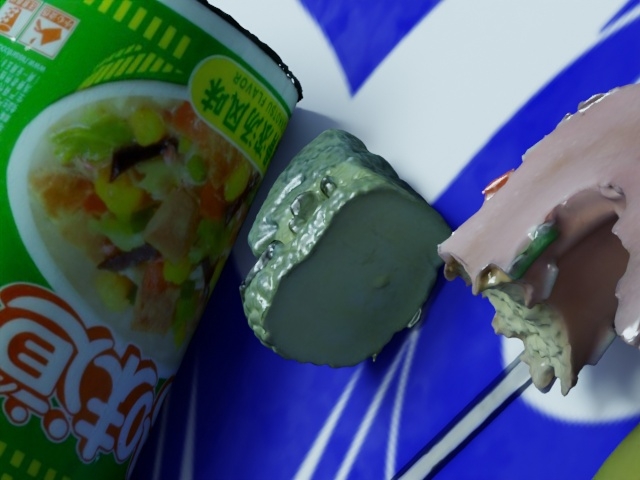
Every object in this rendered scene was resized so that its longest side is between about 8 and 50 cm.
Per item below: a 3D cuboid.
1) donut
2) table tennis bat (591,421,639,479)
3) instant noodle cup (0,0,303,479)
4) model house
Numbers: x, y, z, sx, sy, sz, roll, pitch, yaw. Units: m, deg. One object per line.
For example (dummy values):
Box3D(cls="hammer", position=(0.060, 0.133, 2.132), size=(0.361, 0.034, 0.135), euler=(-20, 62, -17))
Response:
Box3D(cls="donut", position=(0.110, -0.004, 0.557), size=(0.117, 0.065, 0.166), euler=(-49, 20, -7))
Box3D(cls="table tennis bat", position=(0.108, 0.182, 0.479), size=(0.224, 0.054, 0.368), euler=(18, 79, 55))
Box3D(cls="instant noodle cup", position=(-0.122, 0.000, 0.782), size=(0.207, 0.207, 0.232), euler=(18, 75, 55))
Box3D(cls="model house", position=(0.000, 0.000, 0.713), size=(0.078, 0.066, 0.083), euler=(-55, 35, 9))
